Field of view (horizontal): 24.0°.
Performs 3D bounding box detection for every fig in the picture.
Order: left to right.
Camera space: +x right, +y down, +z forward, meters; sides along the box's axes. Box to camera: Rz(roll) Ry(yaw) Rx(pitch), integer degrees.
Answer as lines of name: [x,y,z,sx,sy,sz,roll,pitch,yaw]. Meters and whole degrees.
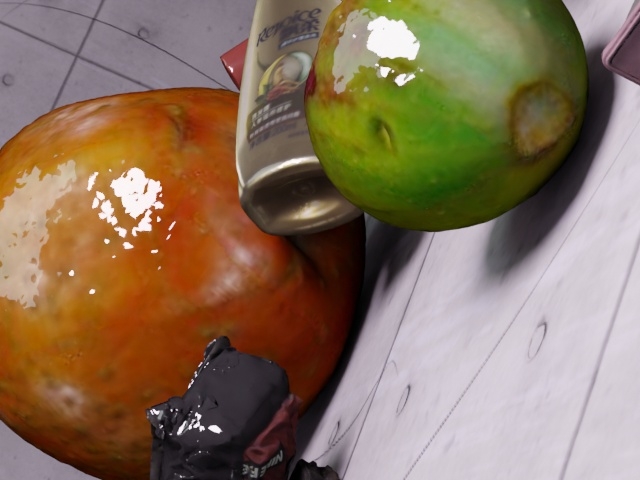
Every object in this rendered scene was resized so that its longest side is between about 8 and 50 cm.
fig: [0.082,-0.091,0.914,0.181,0.181,0.191,-66,30,8]

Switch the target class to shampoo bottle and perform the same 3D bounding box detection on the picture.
shampoo bottle: [-0.007,-0.157,1.325,0.350,0.126,0.084,-86,-26,-44]

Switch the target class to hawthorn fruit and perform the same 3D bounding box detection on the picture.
hawthorn fruit: [-0.131,0.030,1.420,0.403,0.403,0.403,-156,90,-84]

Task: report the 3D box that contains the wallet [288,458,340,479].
wallet: [-0.060,0.323,1.120,0.170,0.044,0.321,-154,87,-87]

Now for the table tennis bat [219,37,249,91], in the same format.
table tennis bat: [0.039,-0.247,1.470,0.310,0.200,0.038,-35,-32,-5]

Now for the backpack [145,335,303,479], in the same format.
backpack: [-0.073,0.173,1.169,0.120,0.106,0.165,-53,-28,-49]

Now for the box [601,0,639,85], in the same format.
box: [0.176,-0.110,0.674,0.063,0.060,0.084,-61,1,-42]
